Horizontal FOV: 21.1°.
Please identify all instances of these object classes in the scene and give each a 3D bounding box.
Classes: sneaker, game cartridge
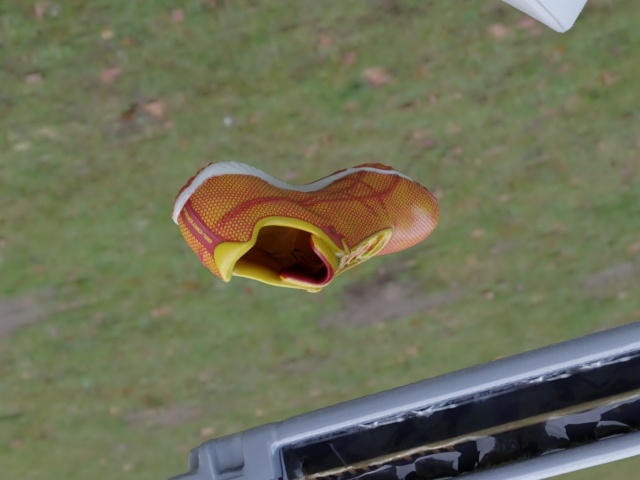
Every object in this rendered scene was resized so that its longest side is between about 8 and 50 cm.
[{"bbox_3d":[0.000,0.000,0.880,0.175,0.067,0.064,-5,139,-44],"label":"sneaker"},{"bbox_3d":[0.102,0.076,0.756,0.294,0.060,0.196,-18,175,24],"label":"game cartridge"}]

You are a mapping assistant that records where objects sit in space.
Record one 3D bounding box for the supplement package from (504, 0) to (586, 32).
[{"bbox_3d":[-0.001,-0.239,0.670,0.177,0.293,0.175,-60,151,4],"label":"supplement package"}]
